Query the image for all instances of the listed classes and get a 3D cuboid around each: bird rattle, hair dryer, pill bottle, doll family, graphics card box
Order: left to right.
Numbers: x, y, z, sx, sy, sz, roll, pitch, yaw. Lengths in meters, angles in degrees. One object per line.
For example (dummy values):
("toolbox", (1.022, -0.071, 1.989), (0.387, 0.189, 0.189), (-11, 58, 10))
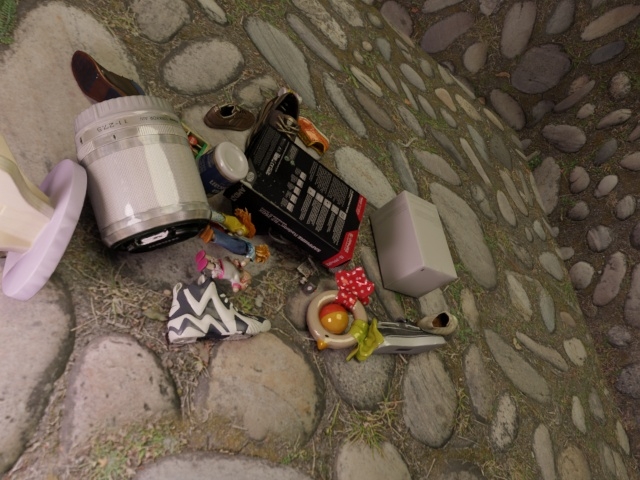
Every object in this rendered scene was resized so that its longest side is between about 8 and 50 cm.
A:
("pill bottle", (-0.259, -0.154, 1.104), (0.094, 0.169, 0.094), (33, 46, -41))
("doll family", (-0.202, -0.003, 1.086), (0.163, 0.118, 0.263), (27, 21, -39))
("pill bottle", (-0.108, -0.513, 1.681), (0.083, 0.043, 0.043), (11, 54, -40))
("graphics card box", (-0.054, -0.116, 1.268), (0.371, 0.094, 0.233), (35, 51, -23))
("hair dryer", (0.000, 0.000, 1.358), (0.224, 0.080, 0.293), (59, 37, -3))
("bird rattle", (0.064, 0.194, 1.248), (0.206, 0.143, 0.254), (-6, 66, -21))

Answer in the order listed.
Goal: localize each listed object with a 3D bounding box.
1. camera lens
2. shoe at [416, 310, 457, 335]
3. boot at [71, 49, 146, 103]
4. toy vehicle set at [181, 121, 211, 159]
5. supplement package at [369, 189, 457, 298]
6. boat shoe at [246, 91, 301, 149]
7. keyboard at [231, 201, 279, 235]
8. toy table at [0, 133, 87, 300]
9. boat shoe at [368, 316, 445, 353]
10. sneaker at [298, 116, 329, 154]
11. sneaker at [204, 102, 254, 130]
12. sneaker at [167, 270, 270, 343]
("camera lens", (-0.360, -0.124, 0.963), (0.219, 0.219, 0.274), (-15, 85, -49))
("shoe", (0.406, 0.280, 1.578), (0.219, 0.058, 0.077), (0, 62, -45))
("boot", (-0.513, -0.376, 1.156), (0.219, 0.082, 0.106), (48, 23, 12))
("toy vehicle set", (-0.392, -0.207, 1.172), (0.166, 0.035, 0.267), (35, 42, -21))
("supplement package", (0.306, 0.016, 1.585), (0.177, 0.175, 0.293), (20, 49, -36))
("boat shoe", (-0.136, -0.343, 1.453), (0.132, 0.130, 0.356), (27, 46, -28))
("keyboard", (-0.120, -0.116, 1.342), (0.317, 0.033, 0.202), (-3, 88, -47))
("toy table", (-0.524, -0.052, 0.785), (0.161, 0.252, 0.274), (36, 33, -46))
("boat shoe", (0.251, 0.278, 1.397), (0.301, 0.108, 0.102), (7, 58, -33))
("sneaker", (-0.042, -0.365, 1.623), (0.175, 0.064, 0.067), (34, 52, -17))
("sneaker", (-0.255, -0.373, 1.406), (0.188, 0.071, 0.066), (-23, 79, -50))
("sneaker", (-0.219, 0.140, 1.032), (0.234, 0.094, 0.153), (2, 68, -32))
